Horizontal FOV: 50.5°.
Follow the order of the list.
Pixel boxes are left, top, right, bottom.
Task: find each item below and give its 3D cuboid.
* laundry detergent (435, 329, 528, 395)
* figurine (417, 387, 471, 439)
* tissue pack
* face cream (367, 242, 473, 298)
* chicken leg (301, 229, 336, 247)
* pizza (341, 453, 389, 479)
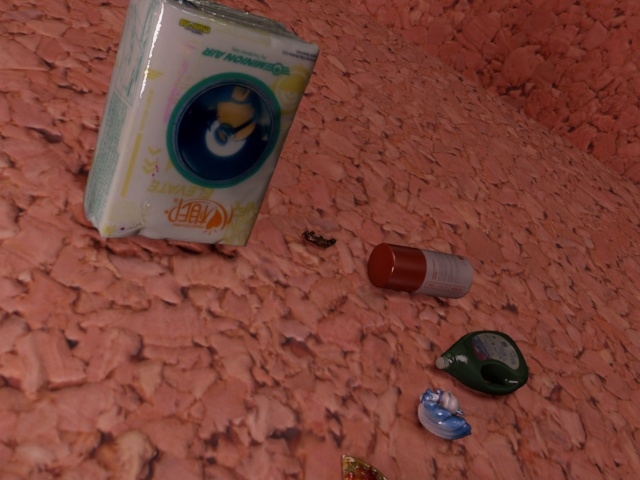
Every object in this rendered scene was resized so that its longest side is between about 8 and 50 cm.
[{"bbox_3d":[0.314,0.243,1.337,0.210,0.063,0.137,2,53,-37],"label":"laundry detergent"},{"bbox_3d":[0.220,0.303,1.174,0.114,0.079,0.114,30,-10,6],"label":"figurine"},{"bbox_3d":[-0.206,-0.191,1.126,0.287,0.388,0.162,5,28,-36],"label":"tissue pack"},{"bbox_3d":[0.211,0.065,1.431,0.214,0.096,0.096,10,42,-30],"label":"face cream"},{"bbox_3d":[-0.001,0.001,1.399,0.083,0.021,0.036,16,30,-25],"label":"chicken leg"},{"bbox_3d":[0.082,0.373,1.024,0.099,0.029,0.100,19,38,-22],"label":"pizza"}]
